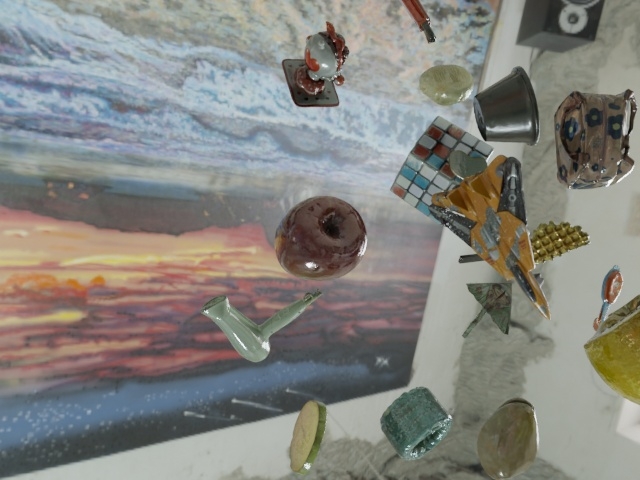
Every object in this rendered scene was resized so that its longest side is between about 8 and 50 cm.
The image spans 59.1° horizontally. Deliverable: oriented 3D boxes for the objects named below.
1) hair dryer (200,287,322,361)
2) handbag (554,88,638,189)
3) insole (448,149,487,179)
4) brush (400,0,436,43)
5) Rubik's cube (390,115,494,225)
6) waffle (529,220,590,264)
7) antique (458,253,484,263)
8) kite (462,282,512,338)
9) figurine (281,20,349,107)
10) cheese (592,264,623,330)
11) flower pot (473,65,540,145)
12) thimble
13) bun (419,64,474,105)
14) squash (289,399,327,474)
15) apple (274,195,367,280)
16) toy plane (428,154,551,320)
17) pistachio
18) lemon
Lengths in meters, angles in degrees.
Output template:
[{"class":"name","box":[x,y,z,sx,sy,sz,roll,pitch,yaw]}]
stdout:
[{"class":"hair dryer","box":[-0.110,0.154,1.233,0.237,0.206,0.075,-28,-138,3]},{"class":"handbag","box":[0.724,-0.271,1.479,0.190,0.252,0.193,-1,176,15]},{"class":"insole","box":[0.328,-0.164,1.241,0.004,0.064,0.188,-2,-179,41]},{"class":"brush","box":[0.297,-0.794,1.871,0.051,0.323,0.070,-33,170,14]},{"class":"Rubik's cube","box":[0.455,-0.262,2.132,0.256,0.253,0.259,34,152,10]},{"class":"waffle","box":[0.763,0.016,1.823,0.191,0.161,0.046,7,-161,21]},{"class":"antique","box":[0.588,0.058,2.020,0.191,0.031,0.015,-7,-137,-6]},{"class":"kite","box":[0.549,0.230,1.878,0.012,0.250,0.229,16,-151,-43]},{"class":"figurine","box":[0.005,-0.533,1.653,0.160,0.184,0.226,-8,158,-24]},{"class":"cheese","box":[1.040,0.213,2.040,0.106,0.256,0.037,18,177,-30]},{"class":"flower pot","box":[0.603,-0.423,1.864,0.166,0.269,0.269,-15,-172,6]},{"class":"thimble","box":[0.287,0.563,1.723,0.198,0.235,0.143,-20,-130,-24]},{"class":"bun","box":[0.441,-0.545,1.991,0.188,0.164,0.111,-11,151,-13]},{"class":"squash","box":[-0.034,0.588,1.691,0.041,0.219,0.219,21,-173,-14]},{"class":"apple","box":[0.000,0.000,1.858,0.305,0.306,0.235,7,155,-20]},{"class":"toy plane","box":[0.364,0.008,1.091,0.204,0.316,0.103,-32,-174,37]},{"class":"pistachio","box":[0.647,0.682,1.944,0.197,0.288,0.166,16,179,14]},{"class":"lemon","box":[0.987,0.334,1.636,0.363,0.365,0.364,11,-170,-2]}]
